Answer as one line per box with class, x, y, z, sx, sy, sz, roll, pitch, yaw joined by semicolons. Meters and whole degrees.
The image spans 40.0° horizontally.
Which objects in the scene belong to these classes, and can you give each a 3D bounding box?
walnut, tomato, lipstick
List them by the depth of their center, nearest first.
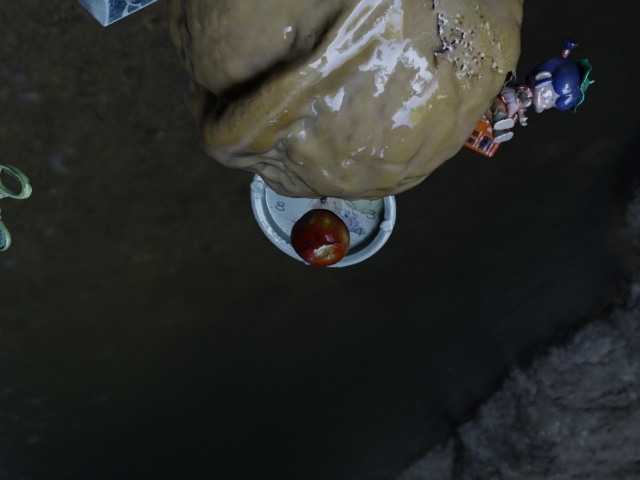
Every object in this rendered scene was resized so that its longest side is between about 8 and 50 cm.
walnut;0.009;-0.116;0.500;0.198;0.198;0.245;-14;-179;-14
tomato;0.000;0.000;1.271;0.087;0.075;0.087;-1;131;-1
lipstick;-0.255;-0.440;1.407;0.289;0.076;0.077;-37;167;-29

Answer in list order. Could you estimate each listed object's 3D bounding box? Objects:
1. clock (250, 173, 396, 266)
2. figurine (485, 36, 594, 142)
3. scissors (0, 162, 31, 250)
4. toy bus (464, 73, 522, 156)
clock;0.006;-0.065;1.400;0.236;0.236;0.053;-34;-163;30
figurine;0.358;-0.249;1.455;0.195;0.102;0.111;-20;155;-2
scissors;-0.457;-0.081;1.141;0.133;0.187;0.020;-55;169;30
toy bus;0.211;-0.295;1.641;0.153;0.329;0.143;-64;178;38
